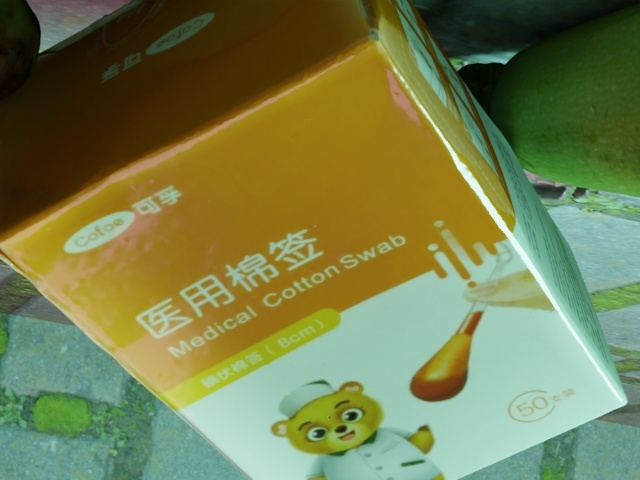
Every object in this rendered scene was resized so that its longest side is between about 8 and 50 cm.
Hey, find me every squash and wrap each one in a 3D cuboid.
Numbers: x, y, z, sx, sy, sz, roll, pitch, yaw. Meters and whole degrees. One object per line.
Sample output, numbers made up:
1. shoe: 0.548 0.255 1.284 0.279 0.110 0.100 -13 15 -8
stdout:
1. squash: 0.180 -0.082 0.912 0.137 0.137 0.287 13 177 -22

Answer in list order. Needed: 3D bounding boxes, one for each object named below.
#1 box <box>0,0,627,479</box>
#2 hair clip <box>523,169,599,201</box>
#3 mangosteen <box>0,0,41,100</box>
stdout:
1. box: 0.000 0.000 0.863 0.225 0.143 0.341 -27 134 15
2. hair clip: 0.065 -0.065 1.134 0.300 0.069 0.173 -2 170 0
3. mangosteen: -0.242 -0.130 0.745 0.257 0.215 0.215 -8 176 -23
